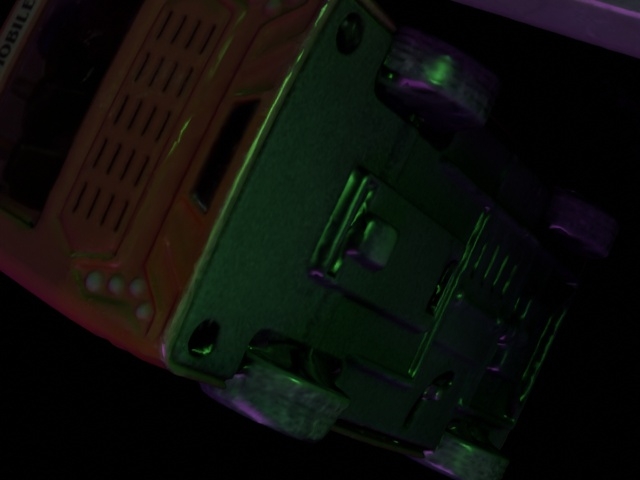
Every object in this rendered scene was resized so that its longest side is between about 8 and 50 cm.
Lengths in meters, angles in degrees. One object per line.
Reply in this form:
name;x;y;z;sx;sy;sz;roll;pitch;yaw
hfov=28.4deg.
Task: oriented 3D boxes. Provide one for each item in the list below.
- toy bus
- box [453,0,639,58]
toy bus;0.000;0.000;0.734;0.233;0.203;0.427;24;176;30
box;0.097;-0.191;0.512;0.312;0.182;0.175;23;148;23
